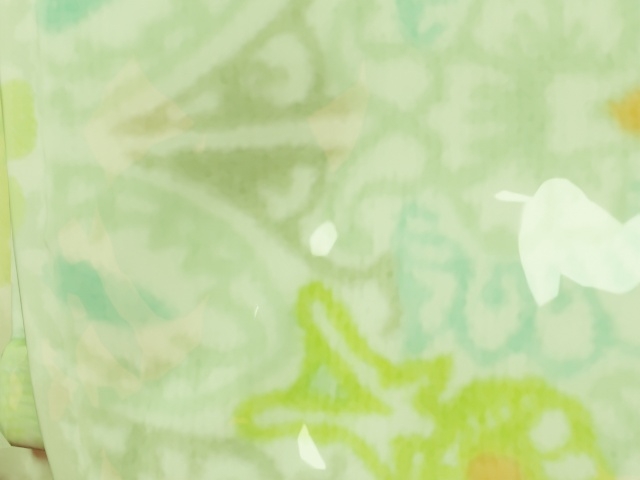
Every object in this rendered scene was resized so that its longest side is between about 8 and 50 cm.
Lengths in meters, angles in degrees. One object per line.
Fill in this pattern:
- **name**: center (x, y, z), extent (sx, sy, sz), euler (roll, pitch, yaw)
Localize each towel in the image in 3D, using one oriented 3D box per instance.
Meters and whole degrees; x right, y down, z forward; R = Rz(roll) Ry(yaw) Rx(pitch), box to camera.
- **towel**: center (0.093, -0.077, 0.366), extent (0.374, 0.090, 0.321), euler (1, 94, 25)
